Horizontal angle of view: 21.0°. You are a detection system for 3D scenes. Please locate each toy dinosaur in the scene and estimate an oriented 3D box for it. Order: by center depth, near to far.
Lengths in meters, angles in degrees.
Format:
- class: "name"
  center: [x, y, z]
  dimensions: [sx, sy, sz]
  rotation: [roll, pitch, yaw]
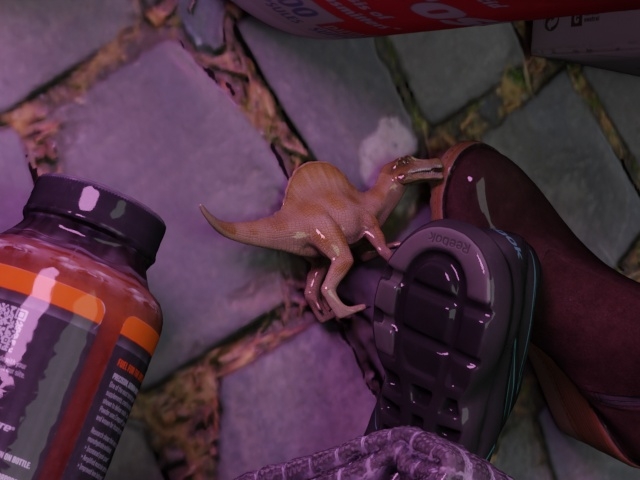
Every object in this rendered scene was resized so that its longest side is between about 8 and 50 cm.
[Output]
- class: "toy dinosaur"
  center: [0.000, 0.000, 1.003]
  dimensions: [0.183, 0.053, 0.092]
  rotation: [-17, 88, -39]

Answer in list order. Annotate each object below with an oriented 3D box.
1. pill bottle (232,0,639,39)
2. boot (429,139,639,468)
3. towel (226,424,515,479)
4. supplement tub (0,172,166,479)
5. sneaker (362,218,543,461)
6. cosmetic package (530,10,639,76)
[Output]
- class: "pill bottle"
  center: [0.116, -0.223, 0.847]
  dimensions: [0.229, 0.408, 0.229]
  rotation: [-1, 92, -38]
- class: "boot"
  center: [0.191, 0.041, 1.045]
  dimensions: [0.090, 0.207, 0.248]
  rotation: [-46, 118, -29]
- class: "towel"
  center: [0.020, 0.210, 0.882]
  dimensions: [0.235, 0.284, 0.121]
  rotation: [39, 43, -37]
- class: "supplement tub"
  center: [-0.142, 0.069, 0.844]
  dimensions: [0.106, 0.106, 0.197]
  rotation: [32, 73, -35]
- class: "sneaker"
  center: [0.070, 0.117, 1.002]
  dimensions: [0.106, 0.101, 0.267]
  rotation: [-6, 118, -58]
- class: "cosmetic package"
  center: [0.263, -0.290, 1.128]
  dimensions: [0.197, 0.155, 0.365]
  rotation: [4, 90, -38]
